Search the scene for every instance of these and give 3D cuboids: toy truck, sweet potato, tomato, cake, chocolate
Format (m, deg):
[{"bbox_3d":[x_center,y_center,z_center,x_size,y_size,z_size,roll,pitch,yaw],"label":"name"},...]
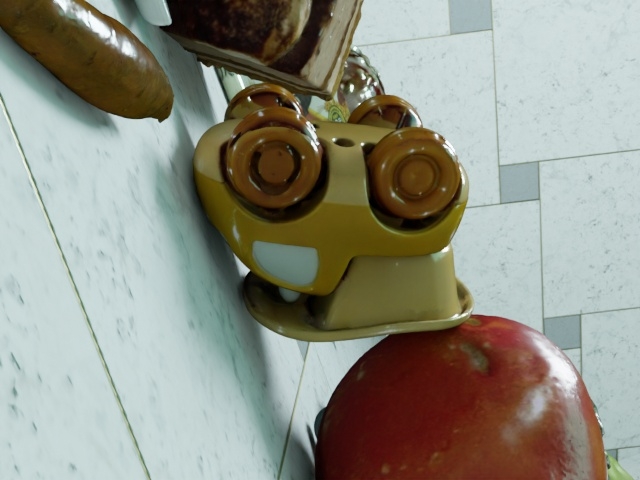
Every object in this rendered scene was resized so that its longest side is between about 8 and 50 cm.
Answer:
[{"bbox_3d":[0.019,-0.033,0.838,0.204,0.288,0.211,-110,-156,-69],"label":"toy truck"},{"bbox_3d":[-0.141,-0.116,0.515,0.264,0.057,0.057,43,28,-76],"label":"sweet potato"},{"bbox_3d":[0.143,0.243,0.858,0.325,0.290,0.293,-92,165,-46],"label":"tomato"},{"bbox_3d":[-0.060,-0.283,0.964,0.293,0.196,0.198,-18,129,-81],"label":"cake"},{"bbox_3d":[0.018,-0.279,1.651,0.225,0.210,0.340,54,5,-22],"label":"chocolate"}]

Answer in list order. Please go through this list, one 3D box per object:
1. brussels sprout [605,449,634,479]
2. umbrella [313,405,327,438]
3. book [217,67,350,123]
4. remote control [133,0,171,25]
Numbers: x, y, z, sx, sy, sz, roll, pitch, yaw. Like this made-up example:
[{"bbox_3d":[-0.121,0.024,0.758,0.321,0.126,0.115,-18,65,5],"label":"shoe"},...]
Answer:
[{"bbox_3d":[0.275,0.489,1.166,0.342,0.361,0.425,-10,-90,55],"label":"brussels sprout"},{"bbox_3d":[0.060,0.250,1.125,0.349,0.094,0.143,52,15,-70],"label":"umbrella"},{"bbox_3d":[-0.076,-0.304,1.332,0.300,0.039,0.427,-40,114,-55],"label":"book"},{"bbox_3d":[-0.202,-0.338,0.729,0.109,0.055,0.312,-114,-174,-55],"label":"remote control"}]
